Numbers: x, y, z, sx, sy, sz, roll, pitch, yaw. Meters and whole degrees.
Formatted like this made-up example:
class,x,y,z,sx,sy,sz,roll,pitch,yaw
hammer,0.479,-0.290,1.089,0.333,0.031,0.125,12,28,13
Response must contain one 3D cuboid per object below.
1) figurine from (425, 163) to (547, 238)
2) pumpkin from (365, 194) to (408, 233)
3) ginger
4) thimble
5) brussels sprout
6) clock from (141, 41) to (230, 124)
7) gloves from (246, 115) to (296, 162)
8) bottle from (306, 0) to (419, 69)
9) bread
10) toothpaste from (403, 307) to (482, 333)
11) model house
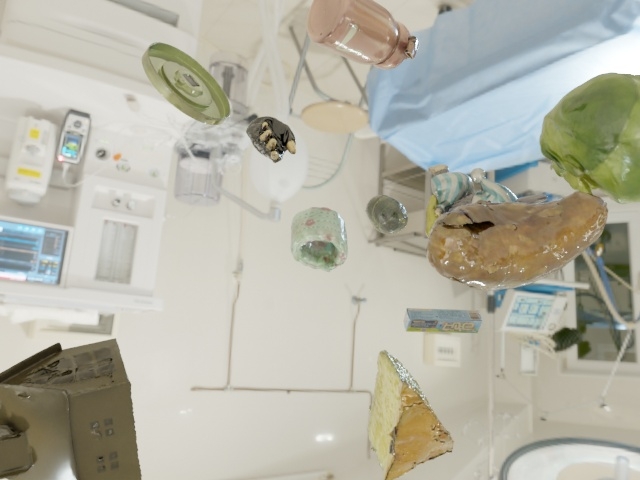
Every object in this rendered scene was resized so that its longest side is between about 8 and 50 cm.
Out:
class,x,y,z,sx,sy,sz,roll,pitch,yaw
figurine,0.564,-0.108,1.802,0.378,0.361,0.266,-13,153,30
pumpkin,0.282,-0.109,2.282,0.146,0.190,0.190,-34,166,-2
ginger,0.340,0.001,0.963,0.322,0.165,0.172,-12,142,-7
thimble,0.000,0.000,1.806,0.186,0.149,0.211,-18,134,18
brussels sprout,0.764,-0.279,1.386,0.276,0.314,0.371,-22,-144,-19
clock,-0.310,-0.370,1.270,0.029,0.234,0.235,-40,145,27
gloves,-0.154,-0.311,1.673,0.165,0.203,0.124,10,130,-6
bottle,0.131,-0.586,1.520,0.297,0.173,0.206,12,-171,-40
bread,0.197,0.510,1.554,0.315,0.279,0.248,46,-168,-25
toothpaste,0.315,0.217,1.403,0.194,0.044,0.070,2,126,-5
model house,-0.412,0.268,0.794,0.244,0.211,0.204,-9,-158,-26
